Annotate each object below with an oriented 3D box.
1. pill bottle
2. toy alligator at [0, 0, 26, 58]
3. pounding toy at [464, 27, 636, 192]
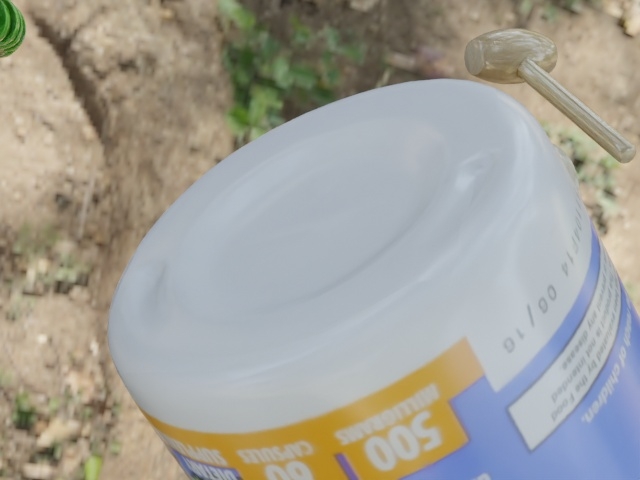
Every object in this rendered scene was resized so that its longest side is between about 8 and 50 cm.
[{"bbox_3d":[0.057,0.094,0.583,0.152,0.272,0.152,-23,29,14],"label":"pill bottle"},{"bbox_3d":[-0.189,-0.118,0.918,0.051,0.189,0.056,-13,88,-2],"label":"toy alligator"},{"bbox_3d":[0.097,-0.016,1.075,0.154,0.155,0.269,1,69,-21],"label":"pounding toy"}]
